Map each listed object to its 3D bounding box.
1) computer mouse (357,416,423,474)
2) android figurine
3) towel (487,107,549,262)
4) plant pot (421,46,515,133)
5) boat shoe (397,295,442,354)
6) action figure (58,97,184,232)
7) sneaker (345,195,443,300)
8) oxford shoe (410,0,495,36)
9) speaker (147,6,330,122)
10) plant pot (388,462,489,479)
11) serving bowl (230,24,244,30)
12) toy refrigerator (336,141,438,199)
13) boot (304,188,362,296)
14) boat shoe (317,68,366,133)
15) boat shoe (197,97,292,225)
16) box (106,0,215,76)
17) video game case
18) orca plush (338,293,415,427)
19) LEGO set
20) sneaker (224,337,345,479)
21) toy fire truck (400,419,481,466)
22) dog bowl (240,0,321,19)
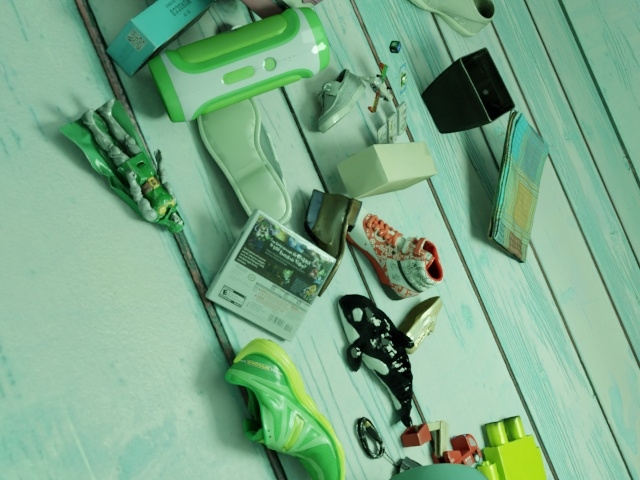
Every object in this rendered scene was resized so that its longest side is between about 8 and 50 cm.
[{"bbox_3d":[0.155,0.430,1.229,0.242,0.041,0.071,48,46,-18],"label":"computer mouse"},{"bbox_3d":[0.458,0.554,1.465,0.248,0.056,0.273,1,71,-45],"label":"android figurine"},{"bbox_3d":[0.561,-0.145,1.768,0.271,0.040,0.370,26,74,-50],"label":"towel"},{"bbox_3d":[0.395,-0.394,1.736,0.188,0.167,0.187,-34,97,-48],"label":"plant pot"},{"bbox_3d":[0.222,0.187,1.392,0.170,0.063,0.059,-40,105,-37],"label":"boat shoe"},{"bbox_3d":[-0.293,-0.110,1.010,0.232,0.063,0.137,57,40,-15],"label":"action figure"},{"bbox_3d":[0.154,-0.001,1.340,0.270,0.145,0.090,56,44,-11],"label":"sneaker"},{"bbox_3d":[0.375,-0.763,1.909,0.449,0.130,0.169,15,64,-39],"label":"oxford shoe"},{"bbox_3d":[-0.139,-0.306,1.096,0.296,0.131,0.131,-23,89,-11],"label":"speaker"},{"bbox_3d":[0.214,0.529,1.079,0.293,0.293,0.235,30,39,-33],"label":"plant pot"},{"bbox_3d":[-0.159,-0.395,1.287,0.083,0.027,0.083,19,61,-38],"label":"serving bowl"},{"bbox_3d":[0.155,-0.164,1.414,0.269,0.102,0.094,-17,84,-56],"label":"toy refrigerator"},{"bbox_3d":[0.000,0.000,1.260,0.106,0.082,0.219,22,68,-2],"label":"boot"},{"bbox_3d":[0.031,-0.319,1.415,0.081,0.079,0.227,45,40,-13],"label":"boat shoe"},{"bbox_3d":[-0.141,-0.161,1.178,0.099,0.116,0.320,72,-6,-81],"label":"boat shoe"},{"bbox_3d":[-0.270,-0.395,1.124,0.060,0.100,0.244,46,46,-18],"label":"box"},{"bbox_3d":[-0.083,0.064,1.110,0.190,0.022,0.173,33,82,-30],"label":"video game case"},{"bbox_3d":[0.139,0.230,1.255,0.151,0.102,0.287,-12,82,-47],"label":"orca plush"},{"bbox_3d":[0.154,-0.342,1.504,0.182,0.060,0.244,-50,145,-44],"label":"LEGO set"},{"bbox_3d":[-0.062,0.304,1.043,0.123,0.109,0.296,-35,101,-24],"label":"sneaker"},{"bbox_3d":[0.259,0.432,1.327,0.192,0.047,0.135,-13,81,-48],"label":"toy fire truck"},{"bbox_3d":[-0.154,-0.559,1.159,0.408,0.150,0.408,41,14,-13],"label":"dog bowl"}]
